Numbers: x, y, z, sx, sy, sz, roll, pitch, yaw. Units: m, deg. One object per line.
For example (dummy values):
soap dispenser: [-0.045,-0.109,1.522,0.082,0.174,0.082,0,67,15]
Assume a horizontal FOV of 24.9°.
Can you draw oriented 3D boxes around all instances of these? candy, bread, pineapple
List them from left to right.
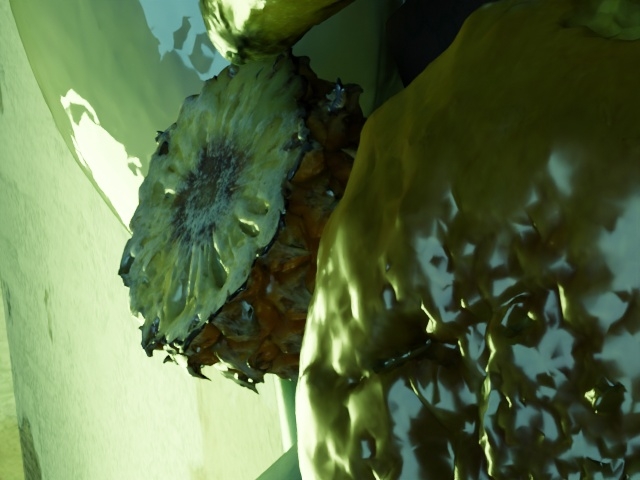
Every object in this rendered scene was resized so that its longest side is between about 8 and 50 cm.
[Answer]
candy: [-0.092,-0.178,0.888,0.386,0.186,0.427,10,112,65]
pineapple: [-0.002,0.004,0.720,0.176,0.137,0.161,-18,54,51]
bread: [0.096,0.047,0.457,0.268,0.145,0.268,7,99,52]

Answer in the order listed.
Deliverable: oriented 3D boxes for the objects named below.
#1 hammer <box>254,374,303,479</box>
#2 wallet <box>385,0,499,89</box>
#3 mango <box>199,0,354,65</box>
hammer: [-0.002,0.102,0.811,0.206,0.119,0.335,-44,27,18]
wallet: [0.098,-0.022,0.620,0.182,0.049,0.229,146,112,-67]
mango: [0.025,-0.181,0.571,0.193,0.146,0.316,-61,2,-33]
